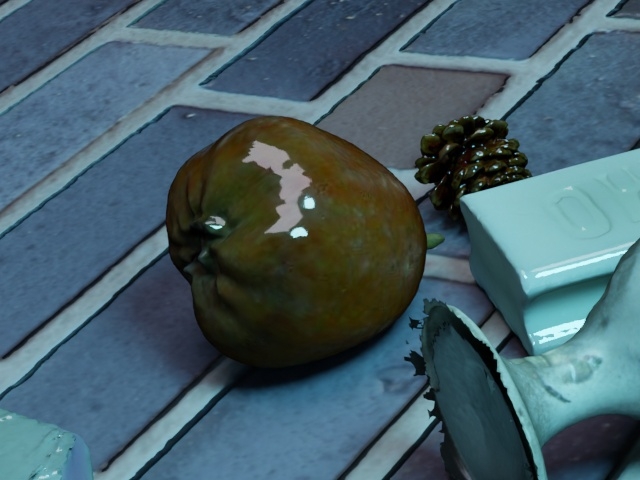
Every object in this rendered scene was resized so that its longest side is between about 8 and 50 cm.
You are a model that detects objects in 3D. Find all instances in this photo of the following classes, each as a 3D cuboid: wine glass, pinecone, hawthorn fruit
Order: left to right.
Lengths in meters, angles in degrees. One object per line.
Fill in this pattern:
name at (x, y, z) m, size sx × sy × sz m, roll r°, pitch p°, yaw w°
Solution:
hawthorn fruit at (0.000, 0.000, 1.569) m, size 0.251 × 0.199 × 0.199 m, roll -2°, pitch 18°, yaw -39°
pinecone at (0.139, -0.060, 1.701) m, size 0.102 × 0.102 × 0.109 m, roll -25°, pitch 35°, yaw -26°
wine glass at (0.253, 0.064, 1.356) m, size 0.357 × 0.190 × 0.190 m, roll -22°, pitch 30°, yaw -11°

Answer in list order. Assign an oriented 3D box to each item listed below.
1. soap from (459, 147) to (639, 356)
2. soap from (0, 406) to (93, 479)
soap at (0.263, -0.005, 1.570) m, size 0.265 × 0.087 × 0.160 m, roll -15°, pitch 28°, yaw -9°
soap at (-0.307, 0.214, 1.293) m, size 0.446 × 0.156 × 0.261 m, roll 15°, pitch 37°, yaw 37°
